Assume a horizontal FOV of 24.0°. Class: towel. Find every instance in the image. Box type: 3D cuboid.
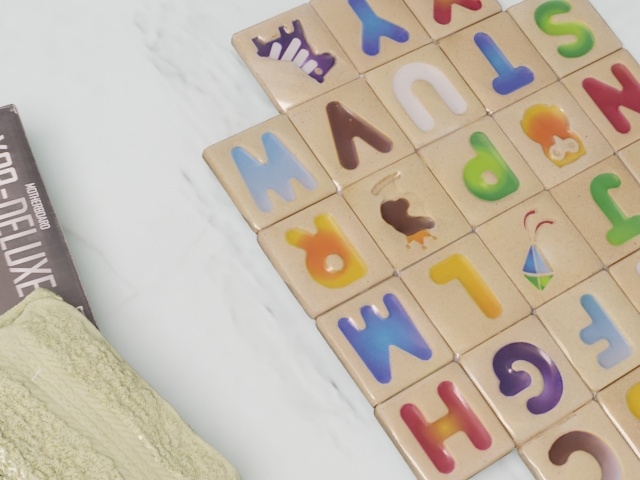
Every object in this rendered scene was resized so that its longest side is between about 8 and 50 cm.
[{"bbox_3d":[-0.106,0.096,0.694,0.148,0.027,0.110,47,37,-8],"label":"towel"}]

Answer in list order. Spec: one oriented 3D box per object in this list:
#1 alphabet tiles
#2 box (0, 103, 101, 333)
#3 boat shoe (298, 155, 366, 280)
[{"bbox_3d":[0.109,-0.016,0.864,0.285,0.011,0.342,-27,74,-27],"label":"alphabet tiles"},{"bbox_3d":[-0.219,0.106,0.751,0.242,0.076,0.307,-19,72,-16],"label":"box"},{"bbox_3d":[0.000,0.000,0.856,0.035,0.035,0.100,-30,77,9],"label":"boat shoe"}]
